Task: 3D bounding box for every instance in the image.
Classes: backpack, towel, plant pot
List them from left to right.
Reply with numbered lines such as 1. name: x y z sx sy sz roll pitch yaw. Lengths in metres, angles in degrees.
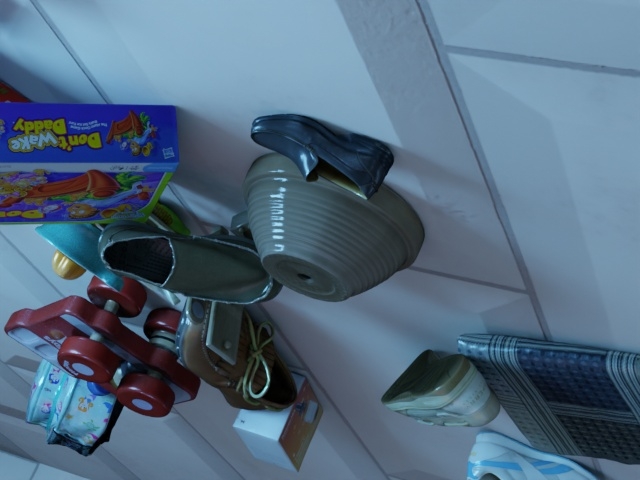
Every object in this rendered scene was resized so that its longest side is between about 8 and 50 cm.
1. backpack: -0.448 0.277 2.548 0.191 0.225 0.253 24 155 -13
2. plant pot: 0.000 0.000 1.646 0.237 0.109 0.237 21 156 9
3. towel: 0.385 0.225 1.866 0.312 0.056 0.324 4 148 34

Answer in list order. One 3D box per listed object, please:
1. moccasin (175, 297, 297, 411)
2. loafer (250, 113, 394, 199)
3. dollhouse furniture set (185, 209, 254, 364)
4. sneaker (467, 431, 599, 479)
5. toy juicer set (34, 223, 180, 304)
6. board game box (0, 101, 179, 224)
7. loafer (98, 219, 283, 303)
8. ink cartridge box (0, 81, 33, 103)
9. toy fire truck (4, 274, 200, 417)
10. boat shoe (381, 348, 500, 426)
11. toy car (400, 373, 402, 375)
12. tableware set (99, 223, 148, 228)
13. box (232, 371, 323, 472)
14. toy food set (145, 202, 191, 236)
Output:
1. moccasin: -0.127 0.189 2.153 0.147 0.139 0.380 8 151 20
2. loafer: -0.006 -0.095 1.499 0.170 0.061 0.062 16 157 19
3. dollhouse furniture set: -0.101 0.061 1.797 0.151 0.123 0.144 -23 134 31
4. sneaker: 0.353 0.396 2.202 0.229 0.092 0.087 18 155 11
5. toy juicer set: -0.348 0.018 1.955 0.329 0.089 0.209 35 177 0
6. board game box: -0.366 -0.090 1.638 0.347 0.078 0.233 -1 163 -18
7. loafer: -0.172 0.037 1.721 0.251 0.094 0.087 9 -166 5
8. ink cartridge box: -0.402 -0.141 1.810 0.179 0.045 0.145 34 155 -29
9. toy fire truck: -0.367 0.194 2.309 0.302 0.169 0.254 38 145 -29
10. boat shoe: 0.172 0.224 1.915 0.098 0.109 0.302 43 166 -6
11. toy car: 0.158 0.245 2.109 0.040 0.060 0.122 -14 157 6
12. tableware set: -0.263 -0.002 1.927 0.141 0.020 0.169 45 162 -33
13. box: -0.073 0.319 2.393 0.091 0.130 0.170 16 157 20
14. toy food set: -0.249 -0.035 1.914 0.132 0.038 0.192 42 162 -27
